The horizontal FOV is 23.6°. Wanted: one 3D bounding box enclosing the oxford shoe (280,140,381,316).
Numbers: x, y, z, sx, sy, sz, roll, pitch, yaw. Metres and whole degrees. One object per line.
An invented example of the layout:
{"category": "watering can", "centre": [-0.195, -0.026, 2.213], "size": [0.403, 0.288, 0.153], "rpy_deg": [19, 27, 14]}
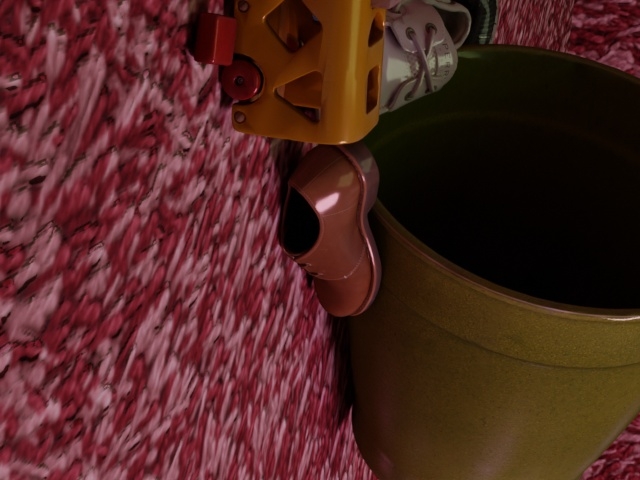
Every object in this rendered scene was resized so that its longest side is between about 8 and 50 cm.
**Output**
{"category": "oxford shoe", "centre": [0.000, 0.000, 1.219], "size": [0.076, 0.076, 0.212], "rpy_deg": [-39, 149, -22]}

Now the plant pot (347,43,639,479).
{"category": "plant pot", "centre": [0.171, 0.067, 1.411], "size": [0.366, 0.366, 0.353], "rpy_deg": [-62, 169, -49]}

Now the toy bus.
{"category": "toy bus", "centre": [0.000, -0.163, 1.011], "size": [0.202, 0.104, 0.191], "rpy_deg": [68, 34, -63]}

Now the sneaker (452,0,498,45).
{"category": "sneaker", "centre": [0.132, -0.277, 1.490], "size": [0.106, 0.078, 0.234], "rpy_deg": [-8, 103, -71]}

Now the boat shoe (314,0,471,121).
{"category": "boat shoe", "centre": [0.067, -0.160, 1.272], "size": [0.277, 0.096, 0.098], "rpy_deg": [-54, 150, -59]}
